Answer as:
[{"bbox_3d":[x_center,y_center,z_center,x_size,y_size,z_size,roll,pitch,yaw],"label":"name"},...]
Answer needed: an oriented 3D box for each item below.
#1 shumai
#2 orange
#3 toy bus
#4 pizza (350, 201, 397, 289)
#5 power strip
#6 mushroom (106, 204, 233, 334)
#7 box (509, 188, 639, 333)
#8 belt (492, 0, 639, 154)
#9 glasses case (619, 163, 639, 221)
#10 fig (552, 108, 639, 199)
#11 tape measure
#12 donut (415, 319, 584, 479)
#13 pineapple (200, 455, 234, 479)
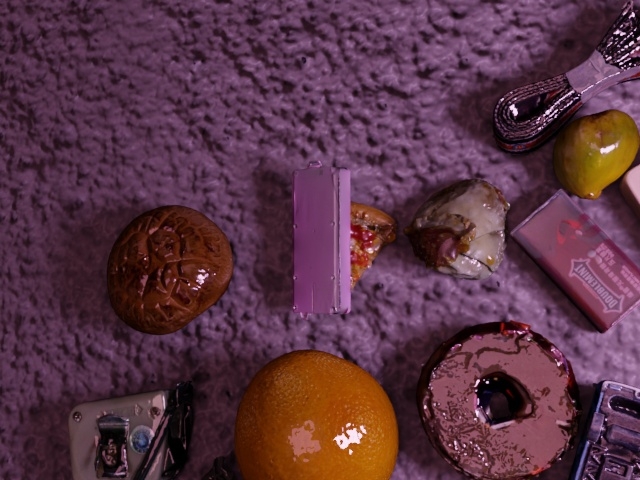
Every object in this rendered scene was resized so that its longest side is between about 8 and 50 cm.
[{"bbox_3d":[0.232,-0.029,1.262,0.184,0.142,0.184,-1,84,15],"label":"shumai"},{"bbox_3d":[-0.009,0.313,1.210,0.274,0.274,0.274,-2,81,14],"label":"orange"},{"bbox_3d":[0.453,0.334,1.152,0.116,0.133,0.234,17,91,18],"label":"toy bus"},{"bbox_3d":[0.037,0.025,1.347,0.188,0.062,0.198,6,84,18],"label":"pizza"},{"bbox_3d":[0.000,0.000,1.315,0.109,0.037,0.278,-2,86,37],"label":"power strip"},{"bbox_3d":[-0.284,0.052,1.385,0.253,0.153,0.253,-6,71,18],"label":"mushroom"},{"bbox_3d":[0.433,0.034,1.239,0.120,0.069,0.224,-40,76,6],"label":"box"},{"bbox_3d":[0.451,-0.271,1.267,0.359,0.094,0.126,-36,76,8],"label":"belt"},{"bbox_3d":[0.625,0.008,1.187,0.144,0.076,0.336,-29,76,9],"label":"glasses case"},{"bbox_3d":[0.449,-0.149,1.229,0.120,0.136,0.153,56,139,31],"label":"fig"},{"bbox_3d":[-0.338,0.376,1.364,0.235,0.115,0.207,-11,77,13],"label":"tape measure"},{"bbox_3d":[0.290,0.262,1.224,0.270,0.103,0.269,-2,82,12],"label":"donut"},{"bbox_3d":[-0.104,0.509,1.273,0.310,0.141,0.170,44,122,23],"label":"pineapple"}]
